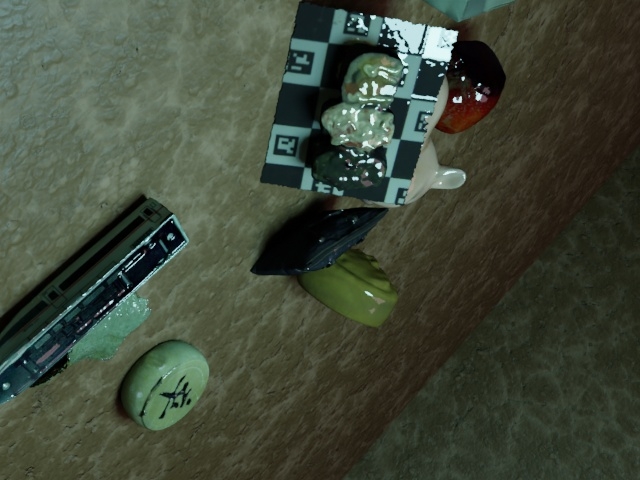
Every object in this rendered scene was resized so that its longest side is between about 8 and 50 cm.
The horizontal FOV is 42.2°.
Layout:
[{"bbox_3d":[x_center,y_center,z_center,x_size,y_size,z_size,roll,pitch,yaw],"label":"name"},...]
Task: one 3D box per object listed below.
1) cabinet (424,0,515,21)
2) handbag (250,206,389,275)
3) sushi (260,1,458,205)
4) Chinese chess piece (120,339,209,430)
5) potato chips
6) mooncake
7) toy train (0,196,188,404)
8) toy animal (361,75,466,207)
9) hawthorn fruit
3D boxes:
[{"bbox_3d":[0.290,-0.537,1.593,0.206,0.150,0.145,-28,147,-40],"label":"cabinet"},{"bbox_3d":[0.000,0.000,1.730,0.254,0.211,0.089,-34,107,-30],"label":"handbag"},{"bbox_3d":[0.070,-0.209,1.491,0.296,0.100,0.373,8,125,-11],"label":"sushi"},{"bbox_3d":[-0.310,0.293,1.675,0.188,0.083,0.189,-37,145,-31],"label":"Chinese chess piece"},{"bbox_3d":[-0.401,0.177,1.433,0.228,0.059,0.167,-52,162,-3],"label":"potato chips"},{"bbox_3d":[0.060,0.087,1.882,0.234,0.234,0.117,5,121,-59],"label":"mooncake"},{"bbox_3d":[-0.392,0.094,1.317,0.407,0.088,0.086,-44,149,-18],"label":"toy train"},{"bbox_3d":[0.159,-0.223,1.706,0.269,0.237,0.326,17,107,-42],"label":"toy animal"},{"bbox_3d":[0.300,-0.329,1.832,0.189,0.189,0.251,-45,171,-17],"label":"hawthorn fruit"}]
